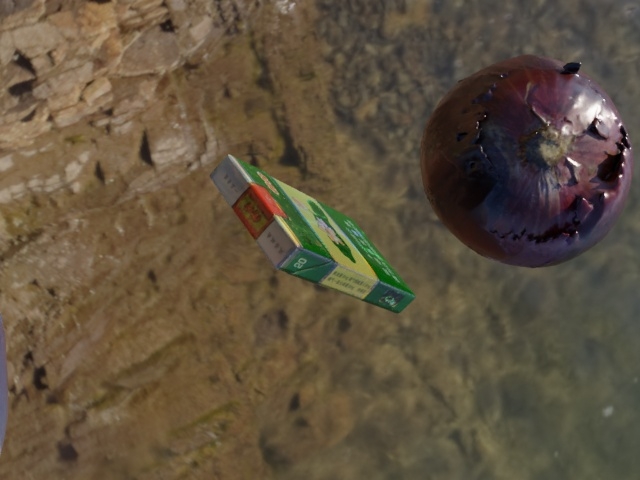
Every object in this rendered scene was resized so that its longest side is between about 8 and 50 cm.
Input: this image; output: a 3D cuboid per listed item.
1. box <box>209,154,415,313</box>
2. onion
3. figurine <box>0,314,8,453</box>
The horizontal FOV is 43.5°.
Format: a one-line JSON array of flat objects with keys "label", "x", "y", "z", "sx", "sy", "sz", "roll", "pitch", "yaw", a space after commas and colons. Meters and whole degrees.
[{"label": "box", "x": 0.000, "y": 0.000, "z": 0.804, "sx": 0.034, "sy": 0.132, "sz": 0.235, "roll": -46, "pitch": 146, "yaw": 14}, {"label": "onion", "x": 0.264, "y": -0.098, "z": 1.042, "sx": 0.276, "sy": 0.276, "sz": 0.276, "roll": -2, "pitch": 94, "yaw": -27}, {"label": "figurine", "x": -0.255, "y": 0.096, "z": 0.298, "sx": 0.206, "sy": 0.315, "sz": 0.284, "roll": -21, "pitch": 133, "yaw": 0}]
